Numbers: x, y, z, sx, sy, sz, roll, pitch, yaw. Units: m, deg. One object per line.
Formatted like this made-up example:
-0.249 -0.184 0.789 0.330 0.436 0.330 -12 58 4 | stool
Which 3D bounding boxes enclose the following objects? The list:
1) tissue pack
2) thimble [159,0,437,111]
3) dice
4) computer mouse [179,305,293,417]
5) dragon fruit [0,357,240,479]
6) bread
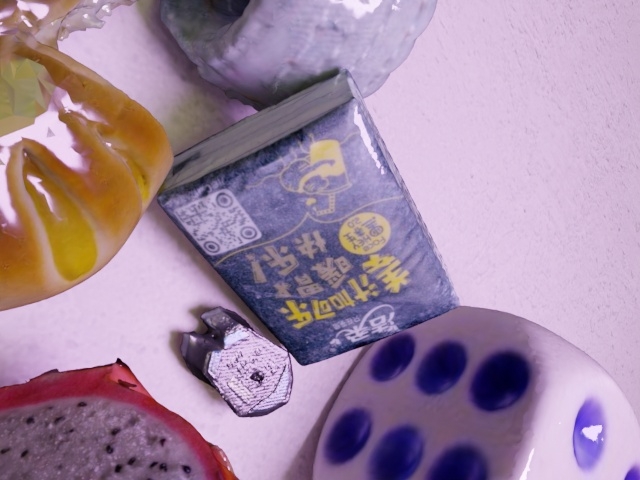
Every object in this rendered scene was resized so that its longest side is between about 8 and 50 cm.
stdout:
0.000 0.000 0.527 0.257 0.185 0.081 56 19 -37 | tissue pack
-0.018 -0.232 0.489 0.171 0.205 0.250 15 111 -42 | thimble
0.187 0.280 0.655 0.304 0.276 0.304 51 62 -27 | dice
-0.083 0.122 0.566 0.135 0.047 0.079 47 70 -24 | computer mouse
-0.166 0.255 0.350 0.305 0.305 0.226 -33 135 -35 | dragon fruit
-0.222 -0.114 0.348 0.332 0.160 0.333 -4 95 -40 | bread
